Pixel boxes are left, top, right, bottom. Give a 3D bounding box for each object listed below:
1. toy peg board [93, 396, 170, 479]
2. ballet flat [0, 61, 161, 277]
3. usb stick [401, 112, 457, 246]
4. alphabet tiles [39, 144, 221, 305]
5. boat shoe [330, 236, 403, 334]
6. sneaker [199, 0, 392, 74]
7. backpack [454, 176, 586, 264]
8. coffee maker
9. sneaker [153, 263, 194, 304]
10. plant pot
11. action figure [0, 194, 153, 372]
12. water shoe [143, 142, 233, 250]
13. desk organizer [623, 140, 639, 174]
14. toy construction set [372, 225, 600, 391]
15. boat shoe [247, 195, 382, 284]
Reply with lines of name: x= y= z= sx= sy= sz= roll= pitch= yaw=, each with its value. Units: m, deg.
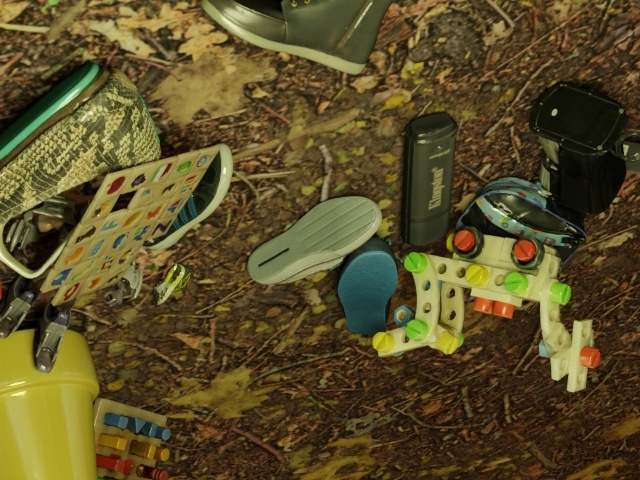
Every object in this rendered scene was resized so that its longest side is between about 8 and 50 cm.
toy peg board: x=-0.306 y=0.355 z=2.227 sx=0.079 sy=0.161 sz=0.161 roll=6 pitch=167 yaw=38
ballet flat: x=-0.398 y=-0.018 z=1.579 sx=0.482 sy=0.164 sz=0.182 roll=-31 pitch=112 yaw=2
usb stick: x=0.155 y=-0.082 z=1.958 sx=0.077 sy=0.045 sz=0.278 roll=-15 pitch=147 yaw=-8
alphabet tiles: x=-0.236 y=-0.014 z=1.645 sx=0.198 sy=0.009 sz=0.237 roll=-22 pitch=154 yaw=-53
boat shoe: x=0.063 y=0.055 z=2.078 sx=0.109 sy=0.089 sz=0.258 roll=4 pitch=150 yaw=-6
sneaker: x=-0.024 y=-0.278 z=1.559 sx=0.222 sy=0.083 sz=0.118 roll=13 pitch=117 yaw=-31
backpack: x=0.296 y=-0.024 z=2.059 sx=0.173 sy=0.117 sz=0.158 roll=27 pitch=130 yaw=-10
coffee maker: x=0.381 y=-0.115 z=1.921 sx=0.120 sy=0.171 sz=0.178 roll=-37 pitch=150 yaw=-6
sneaker: x=-0.213 y=0.067 z=1.986 sx=0.035 sy=0.031 sz=0.083 roll=10 pitch=137 yaw=-39
plant pot: x=-0.426 y=0.283 z=1.952 sx=0.254 sy=0.239 sz=0.254 roll=-18 pitch=159 yaw=-7
action figure: x=-0.334 y=0.044 z=1.797 sx=0.185 sy=0.099 sz=0.285 roll=29 pitch=128 yaw=-11
water shoe: x=-0.191 y=-0.056 z=1.780 sx=0.080 sy=0.073 sz=0.203 roll=16 pitch=132 yaw=-36
desk organizer: x=0.471 y=-0.129 z=2.060 sx=0.130 sy=0.050 sz=0.047 roll=9 pitch=106 yaw=-15
toy construction set: x=0.245 y=0.098 z=1.957 sx=0.327 sy=0.215 sz=0.151 roll=13 pitch=175 yaw=25
boat shoe: x=0.000 y=0.000 z=1.978 sx=0.226 sy=0.083 sz=0.076 roll=-23 pitch=160 yaw=26
